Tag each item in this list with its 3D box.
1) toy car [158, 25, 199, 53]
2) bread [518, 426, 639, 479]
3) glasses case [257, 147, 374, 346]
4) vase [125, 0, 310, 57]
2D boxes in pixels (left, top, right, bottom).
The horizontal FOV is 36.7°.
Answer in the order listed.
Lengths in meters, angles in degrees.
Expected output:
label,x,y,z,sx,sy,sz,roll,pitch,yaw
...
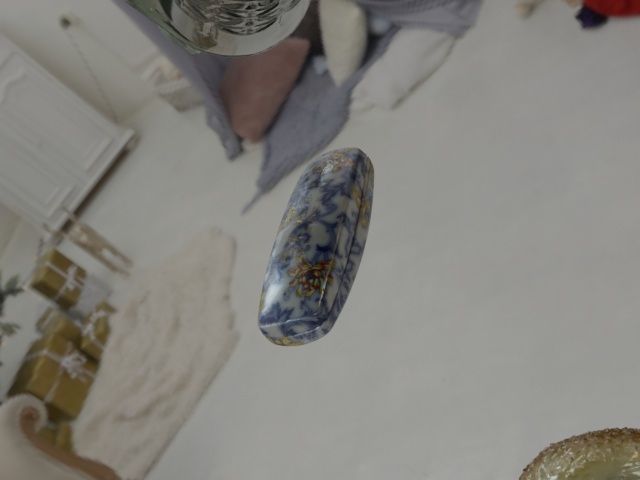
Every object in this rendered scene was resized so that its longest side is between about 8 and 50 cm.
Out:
label,x,y,z,sx,sy,sz,roll,pitch,yaw
toy car,-0.191,-0.338,1.294,0.095,0.205,0.056,35,63,19
bread,0.411,0.365,1.356,0.305,0.305,0.158,-32,41,28
glasses case,0.000,0.000,0.988,0.087,0.065,0.248,-13,41,27
vase,-0.059,-0.244,0.829,0.251,0.156,0.301,-10,9,-4
